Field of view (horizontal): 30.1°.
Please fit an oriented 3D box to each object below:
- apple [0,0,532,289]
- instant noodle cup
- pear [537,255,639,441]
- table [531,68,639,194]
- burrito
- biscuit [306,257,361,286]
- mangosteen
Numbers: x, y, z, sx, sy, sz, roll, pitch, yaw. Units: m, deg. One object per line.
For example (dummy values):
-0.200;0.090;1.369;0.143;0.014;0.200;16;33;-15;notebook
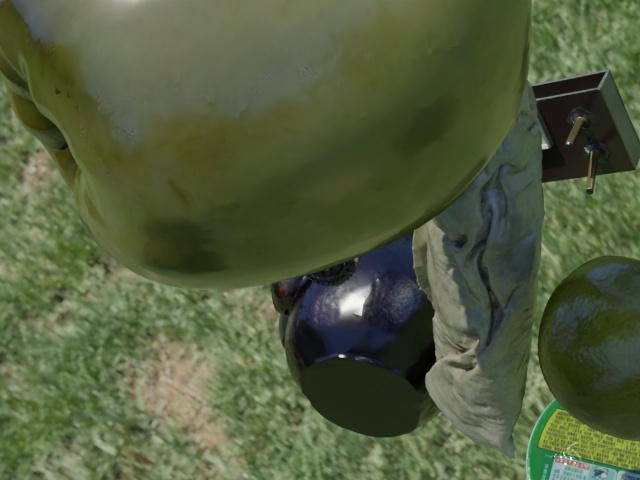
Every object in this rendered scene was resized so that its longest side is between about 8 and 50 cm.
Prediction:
-0.032;-0.104;0.573;0.262;0.262;0.262;-22;47;26;apple
0.342;0.279;1.311;0.207;0.233;0.207;-8;60;14;instant noodle cup
0.210;0.084;0.805;0.141;0.141;0.104;23;68;47;pear
0.247;-0.108;1.443;0.240;0.122;0.111;-7;36;40;table
0.114;0.020;0.901;0.076;0.392;0.117;-34;50;-24;burrito
0.000;0.000;1.135;0.087;0.089;0.027;9;24;38;biscuit
0.055;0.097;1.446;0.287;0.287;0.233;-8;51;36;mangosteen
